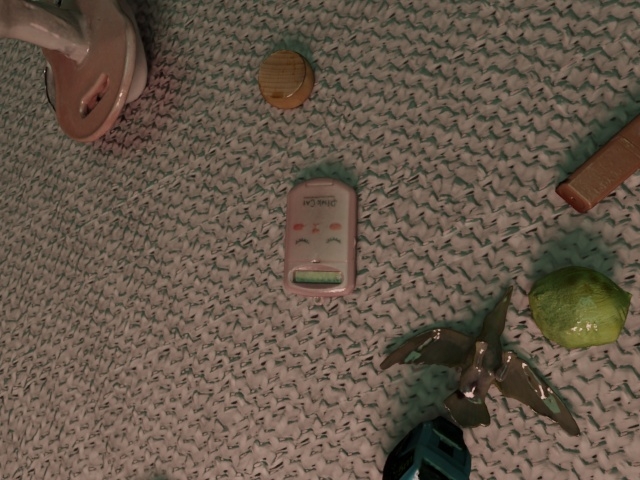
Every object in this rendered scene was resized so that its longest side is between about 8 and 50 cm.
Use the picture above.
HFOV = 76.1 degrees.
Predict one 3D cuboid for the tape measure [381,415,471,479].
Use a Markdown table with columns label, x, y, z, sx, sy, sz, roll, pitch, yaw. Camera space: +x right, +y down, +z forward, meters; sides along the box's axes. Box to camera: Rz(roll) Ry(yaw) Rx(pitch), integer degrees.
| label | x | y | z | sx | sy | sz | roll | pitch | yaw |
| --- | --- | --- | --- | --- | --- | --- | --- | --- | --- |
| tape measure | 0.103 | 0.261 | 0.434 | 0.081 | 0.146 | 0.125 | 30 | 109 | 17 |

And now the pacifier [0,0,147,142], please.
| label | x | y | z | sx | sy | sz | roll | pitch | yaw |
| --- | --- | --- | --- | --- | --- | --- | --- | --- | --- |
| pacifier | -0.383 | -0.313 | 0.619 | 0.221 | 0.273 | 0.332 | -19 | 78 | -4 |

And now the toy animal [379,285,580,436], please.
| label | x | y | z | sx | sy | sz | roll | pitch | yaw |
| --- | --- | --- | --- | --- | --- | --- | --- | --- | --- |
| toy animal | 0.191 | 0.124 | 0.448 | 0.219 | 0.095 | 0.155 | 23 | 93 | 17 |

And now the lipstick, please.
| label | x | y | z | sx | sy | sz | roll | pitch | yaw |
| --- | --- | --- | --- | --- | --- | --- | --- | --- | --- |
| lipstick | 0.340 | -0.097 | 0.460 | 0.145 | 0.045 | 0.045 | -44 | 72 | 7 |

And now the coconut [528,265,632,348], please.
| label | x | y | z | sx | sy | sz | roll | pitch | yaw |
| --- | --- | --- | --- | --- | --- | --- | --- | --- | --- |
| coconut | 0.278 | 0.070 | 0.436 | 0.096 | 0.088 | 0.087 | -23 | 77 | 18 |

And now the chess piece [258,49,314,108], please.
| label | x | y | z | sx | sy | sz | roll | pitch | yaw |
| --- | --- | --- | --- | --- | --- | --- | --- | --- | --- |
| chess piece | -0.051 | -0.235 | 0.599 | 0.084 | 0.038 | 0.083 | -2 | 83 | 14 |

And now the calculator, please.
| label | x | y | z | sx | sy | sz | roll | pitch | yaw |
| --- | --- | --- | --- | --- | --- | --- | --- | --- | --- |
| calculator | 0.000 | 0.000 | 0.553 | 0.100 | 0.032 | 0.174 | 0 | 83 | 16 |
